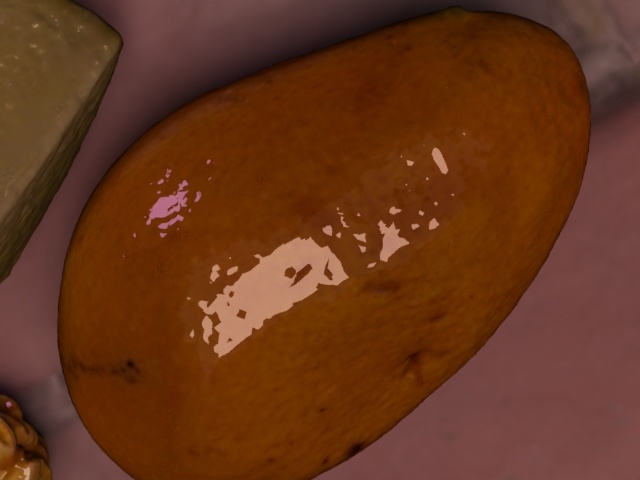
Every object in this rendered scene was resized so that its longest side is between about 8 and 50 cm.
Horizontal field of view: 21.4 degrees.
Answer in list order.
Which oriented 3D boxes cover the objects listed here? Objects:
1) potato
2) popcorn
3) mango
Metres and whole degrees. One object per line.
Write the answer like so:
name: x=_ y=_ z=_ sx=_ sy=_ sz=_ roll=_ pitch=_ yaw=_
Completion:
potato: x=-0.160 y=-0.054 z=0.615 sx=0.149 sy=0.081 sz=0.120 roll=35 pitch=74 yaw=-1
popcorn: x=-0.146 y=0.093 z=0.668 sx=0.082 sy=0.057 sz=0.083 roll=6 pitch=108 yaw=-16
mango: x=0.000 y=0.000 z=0.619 sx=0.227 sy=0.109 sz=0.147 roll=-43 pitch=106 yaw=9
